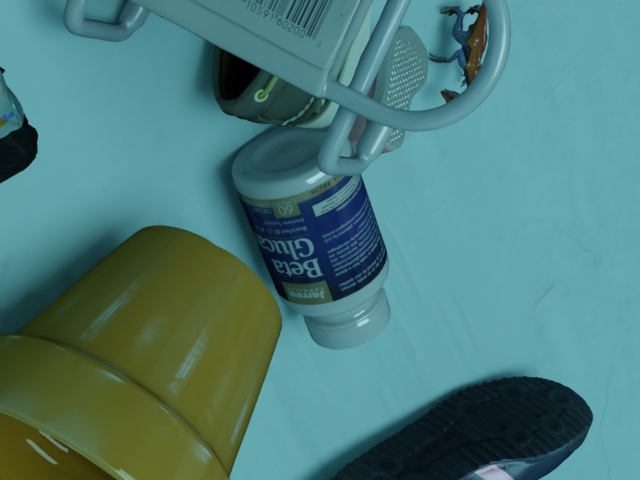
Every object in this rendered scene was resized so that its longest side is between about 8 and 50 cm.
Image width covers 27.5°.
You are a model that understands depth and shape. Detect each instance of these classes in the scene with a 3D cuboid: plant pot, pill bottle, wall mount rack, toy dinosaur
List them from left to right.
[{"bbox_3d":[-0.126,0.098,0.897,0.188,0.205,0.205,-58,134,-31],"label":"plant pot"},{"bbox_3d":[-0.007,-0.221,0.817,0.304,0.350,0.130,-64,164,13],"label":"wall mount rack"},{"bbox_3d":[0.000,0.000,1.022,0.094,0.094,0.169,-37,125,-25],"label":"pill bottle"},{"bbox_3d":[0.121,-0.156,1.093,0.047,0.090,0.082,-1,74,-25],"label":"toy dinosaur"}]

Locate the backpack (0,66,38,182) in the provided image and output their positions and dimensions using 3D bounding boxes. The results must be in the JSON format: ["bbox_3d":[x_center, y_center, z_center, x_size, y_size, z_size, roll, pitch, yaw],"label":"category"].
[{"bbox_3d":[-0.252,-0.103,0.759,0.152,0.115,0.182,-33,121,-25],"label":"backpack"}]

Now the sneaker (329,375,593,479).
[{"bbox_3d":[0.120,0.232,1.216,0.319,0.112,0.131,-21,134,-31],"label":"sneaker"}]

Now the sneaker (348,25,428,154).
[{"bbox_3d":[0.040,-0.117,1.054,0.051,0.070,0.134,47,44,-31],"label":"sneaker"}]

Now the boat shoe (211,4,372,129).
[{"bbox_3d":[-0.007,-0.228,0.928,0.091,0.109,0.305,-2,110,-45],"label":"boat shoe"}]
